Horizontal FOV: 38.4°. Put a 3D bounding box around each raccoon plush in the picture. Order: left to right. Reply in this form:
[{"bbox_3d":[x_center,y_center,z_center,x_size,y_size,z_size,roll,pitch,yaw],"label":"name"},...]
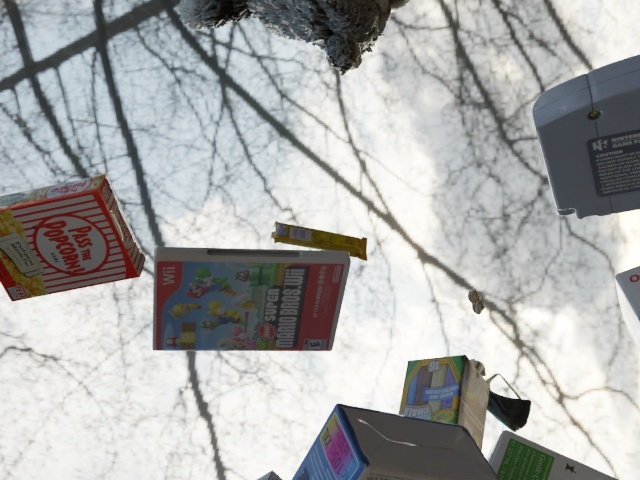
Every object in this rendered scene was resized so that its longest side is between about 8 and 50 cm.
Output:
[{"bbox_3d":[-0.059,-0.348,1.473,0.216,0.447,0.299,53,-147,-24],"label":"raccoon plush"}]

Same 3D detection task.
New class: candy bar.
[{"bbox_3d":[0.000,0.000,1.432,0.162,0.018,0.040,10,-112,-16],"label":"candy bar"}]

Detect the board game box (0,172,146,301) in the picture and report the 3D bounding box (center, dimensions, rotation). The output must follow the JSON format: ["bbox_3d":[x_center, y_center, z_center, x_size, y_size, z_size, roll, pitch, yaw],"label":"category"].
[{"bbox_3d":[-0.353,-0.002,1.234,0.045,0.194,0.146,-87,-18,-54],"label":"board game box"}]

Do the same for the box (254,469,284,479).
[{"bbox_3d":[-0.076,0.517,1.677,0.186,0.145,0.038,44,-150,-14],"label":"box"}]

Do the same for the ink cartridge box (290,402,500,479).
[{"bbox_3d":[0.069,0.476,1.509,0.270,0.151,0.395,16,-65,-27],"label":"ink cartridge box"}]

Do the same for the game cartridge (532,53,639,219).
[{"bbox_3d":[0.383,-0.119,0.964,0.198,0.297,0.062,63,-156,-44],"label":"game cartridge"}]

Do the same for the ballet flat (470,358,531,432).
[{"bbox_3d":[0.382,0.345,2.183,0.096,0.280,0.095,-58,-30,-1],"label":"ballet flat"}]

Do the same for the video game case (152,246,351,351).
[{"bbox_3d":[-0.109,0.094,1.391,0.025,0.285,0.204,-99,14,-47],"label":"video game case"}]

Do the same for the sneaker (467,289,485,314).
[{"bbox_3d":[0.413,0.155,2.423,0.037,0.032,0.083,-39,-48,-23],"label":"sneaker"}]

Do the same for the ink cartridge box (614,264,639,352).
[{"bbox_3d":[0.690,0.175,1.669,0.197,0.198,0.270,58,-168,-47],"label":"ink cartridge box"}]

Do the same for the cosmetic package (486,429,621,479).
[{"bbox_3d":[0.453,0.512,1.637,0.155,0.366,0.196,93,-159,-61],"label":"cosmetic package"}]

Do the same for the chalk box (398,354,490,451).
[{"bbox_3d":[0.238,0.351,1.801,0.132,0.132,0.213,51,-138,-38],"label":"chalk box"}]
